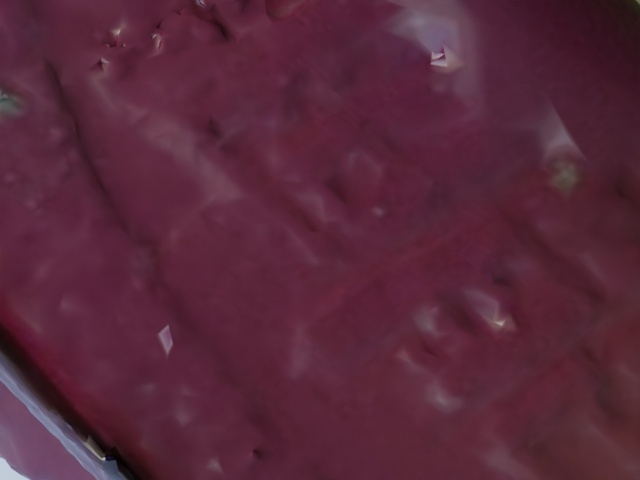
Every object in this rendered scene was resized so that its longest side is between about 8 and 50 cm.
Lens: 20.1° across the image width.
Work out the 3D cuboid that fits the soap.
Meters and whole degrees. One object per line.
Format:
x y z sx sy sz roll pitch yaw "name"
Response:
0.000 0.000 0.521 0.325 0.220 0.127 48 167 -5 "soap"
